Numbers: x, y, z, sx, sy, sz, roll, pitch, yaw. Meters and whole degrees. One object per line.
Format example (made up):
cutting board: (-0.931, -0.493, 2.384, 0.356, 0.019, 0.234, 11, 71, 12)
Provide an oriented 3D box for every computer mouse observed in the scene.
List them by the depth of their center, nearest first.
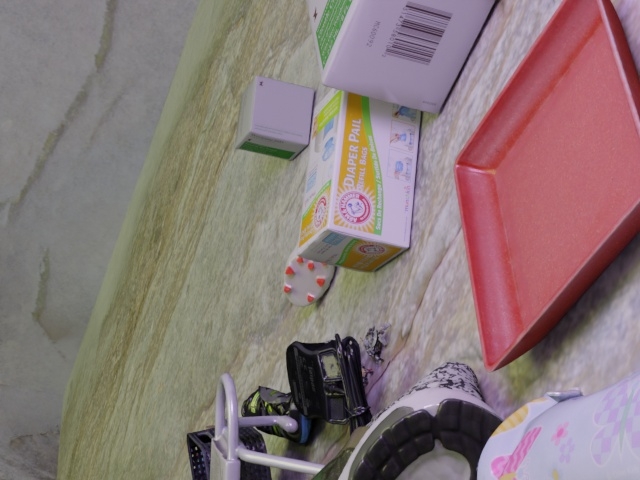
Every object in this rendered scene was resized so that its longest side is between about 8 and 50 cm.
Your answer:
computer mouse: (0.028, 0.198, 1.349, 0.262, 0.060, 0.184, 155, 104, -73)

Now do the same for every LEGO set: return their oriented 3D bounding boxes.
LEGO set: (0.056, 0.128, 1.359, 0.054, 0.024, 0.083, -128, 54, -68)

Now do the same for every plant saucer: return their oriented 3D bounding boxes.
plant saucer: (0.204, -0.055, 1.001, 0.258, 0.048, 0.259, 121, 154, -44)

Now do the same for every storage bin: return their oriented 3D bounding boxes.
storage bin: (-0.113, 0.338, 1.529, 0.122, 0.084, 0.180, -171, 73, -73)

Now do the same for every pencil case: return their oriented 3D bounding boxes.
pencil case: (0.210, 0.133, 0.740, 0.124, 0.114, 0.273, -63, 10, -27)

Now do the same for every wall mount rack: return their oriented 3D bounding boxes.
wall mount rack: (-0.049, 0.331, 1.320, 0.304, 0.131, 0.349, -164, 74, -75)

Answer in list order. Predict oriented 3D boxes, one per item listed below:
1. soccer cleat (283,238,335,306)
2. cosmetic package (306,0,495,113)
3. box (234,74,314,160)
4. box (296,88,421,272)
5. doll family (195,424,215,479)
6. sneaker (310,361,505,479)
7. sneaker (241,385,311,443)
soccer cleat: (0.000, 0.000, 1.577, 0.076, 0.068, 0.196, -49, -23, -61)
cosmetic package: (0.083, -0.340, 1.405, 0.365, 0.155, 0.197, -101, 29, -50)
box: (-0.073, -0.194, 1.860, 0.087, 0.101, 0.101, 143, 136, -63)
box: (0.047, -0.078, 1.405, 0.114, 0.103, 0.203, 141, 138, -64)
doll family: (-0.155, 0.364, 1.767, 0.193, 0.076, 0.111, -115, 37, -70)
sneaker: (0.034, 0.266, 1.105, 0.410, 0.158, 0.182, -45, 8, 21)
sneaker: (-0.058, 0.229, 1.545, 0.188, 0.078, 0.067, 155, 130, -67)
